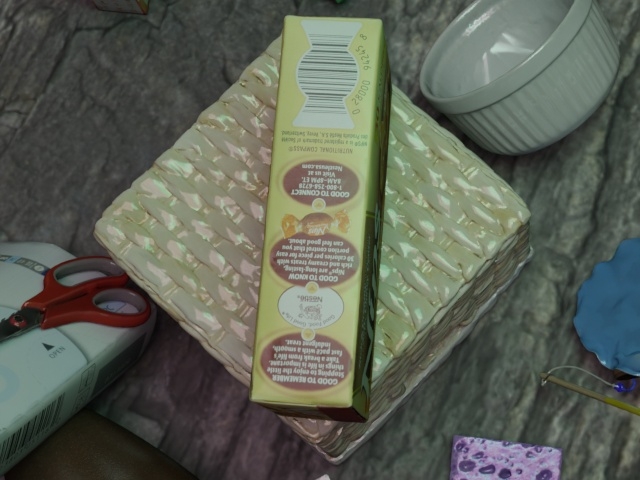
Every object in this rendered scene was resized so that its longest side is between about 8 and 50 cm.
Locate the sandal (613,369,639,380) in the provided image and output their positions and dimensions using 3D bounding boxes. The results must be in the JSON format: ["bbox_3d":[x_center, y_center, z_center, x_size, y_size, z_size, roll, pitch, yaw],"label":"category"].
[{"bbox_3d":[0.416,0.077,1.404,0.240,0.088,0.079,-17,73,8],"label":"sandal"}]

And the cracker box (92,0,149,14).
[{"bbox_3d":[-0.233,-0.364,1.467,0.067,0.232,0.156,7,79,6],"label":"cracker box"}]

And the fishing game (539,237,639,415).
[{"bbox_3d":[0.355,0.065,1.389,0.189,0.041,0.264,13,63,47],"label":"fishing game"}]

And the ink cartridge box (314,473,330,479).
[{"bbox_3d":[0.005,0.295,1.420,0.048,0.028,0.083,-29,77,-2],"label":"ink cartridge box"}]

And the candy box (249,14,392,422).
[{"bbox_3d":[0.006,-0.011,1.133,0.087,0.183,0.317,4,79,7],"label":"candy box"}]

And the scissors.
[{"bbox_3d":[-0.295,0.073,1.331,0.109,0.297,0.021,44,127,27],"label":"scissors"}]

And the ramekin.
[{"bbox_3d":[0.217,-0.185,1.415,0.207,0.207,0.109,-45,115,-5],"label":"ramekin"}]

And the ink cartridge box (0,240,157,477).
[{"bbox_3d":[-0.406,0.065,1.367,0.385,0.308,0.091,31,122,11],"label":"ink cartridge box"}]

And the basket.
[{"bbox_3d":[0.000,0.000,1.362,0.331,0.266,0.328,43,86,13],"label":"basket"}]

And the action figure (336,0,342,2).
[{"bbox_3d":[-0.066,-0.340,1.521,0.232,0.137,0.063,30,106,1],"label":"action figure"}]

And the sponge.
[{"bbox_3d":[0.188,0.315,1.400,0.117,0.031,0.210,6,80,6],"label":"sponge"}]

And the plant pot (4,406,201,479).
[{"bbox_3d":[-0.221,0.283,1.367,0.215,0.215,0.230,-44,62,-5],"label":"plant pot"}]
